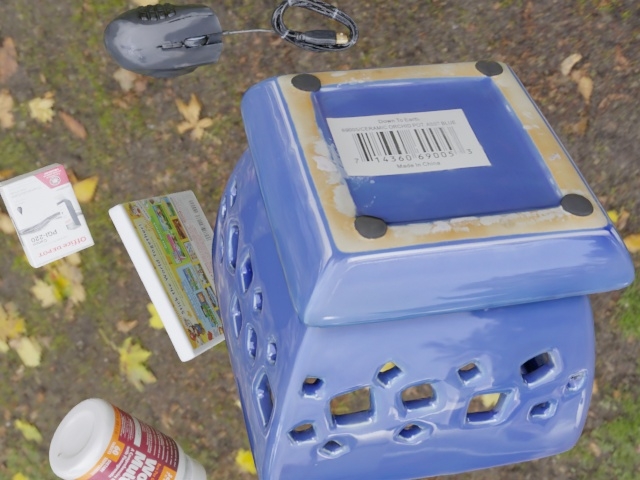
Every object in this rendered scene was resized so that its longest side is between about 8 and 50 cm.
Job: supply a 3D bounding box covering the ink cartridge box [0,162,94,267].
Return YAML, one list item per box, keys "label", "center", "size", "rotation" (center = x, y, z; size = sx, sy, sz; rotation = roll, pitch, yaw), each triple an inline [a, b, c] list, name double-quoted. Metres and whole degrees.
- label: "ink cartridge box"
  center: [-0.674, -0.062, 2.145]
  size: [0.092, 0.159, 0.217]
  rotation: [16, 127, 61]

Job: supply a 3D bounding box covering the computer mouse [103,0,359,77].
- label: "computer mouse"
  center: [-0.083, -0.191, 0.824]
  size: [0.242, 0.041, 0.071]
  rotation: [-5, 120, -2]

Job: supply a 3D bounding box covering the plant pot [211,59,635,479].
- label: "plant pot"
  center: [0.055, 0.011, 0.598]
  size: [0.212, 0.236, 0.236]
  rotation: [98, 161, -46]

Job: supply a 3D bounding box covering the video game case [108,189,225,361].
- label: "video game case"
  center: [-0.190, 0.042, 1.242]
  size: [0.026, 0.206, 0.227]
  rotation: [-26, 89, 21]

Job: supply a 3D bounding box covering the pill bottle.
- label: "pill bottle"
  center: [-0.277, 0.330, 1.284]
  size: [0.121, 0.121, 0.221]
  rotation: [-8, 142, 40]
